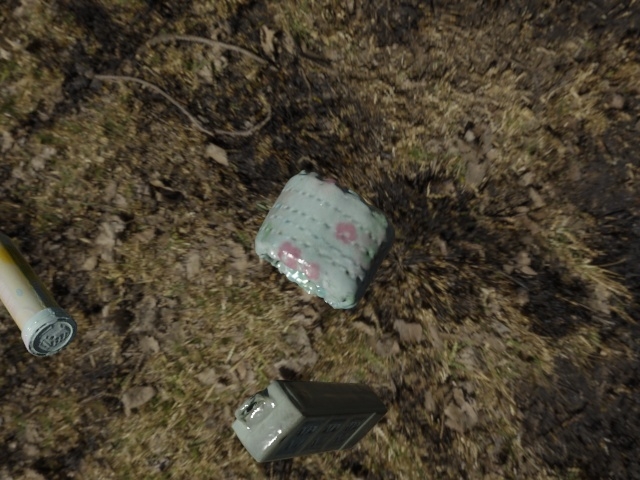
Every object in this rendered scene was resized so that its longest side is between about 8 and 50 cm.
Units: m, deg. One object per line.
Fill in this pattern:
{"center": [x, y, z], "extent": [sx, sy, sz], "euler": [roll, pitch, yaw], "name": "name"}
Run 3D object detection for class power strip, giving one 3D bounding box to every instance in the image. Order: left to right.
{"center": [-0.003, 0.195, 0.805], "extent": [0.078, 0.272, 0.052], "euler": [-48, 65, 9], "name": "power strip"}

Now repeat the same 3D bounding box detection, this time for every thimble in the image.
{"center": [0.000, 0.000, 1.113], "extent": [0.185, 0.211, 0.149], "euler": [35, 80, -20], "name": "thimble"}

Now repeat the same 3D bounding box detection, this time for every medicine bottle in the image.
{"center": [-0.444, 0.076, 1.089], "extent": [0.074, 0.074, 0.218], "euler": [-50, 58, 3], "name": "medicine bottle"}
